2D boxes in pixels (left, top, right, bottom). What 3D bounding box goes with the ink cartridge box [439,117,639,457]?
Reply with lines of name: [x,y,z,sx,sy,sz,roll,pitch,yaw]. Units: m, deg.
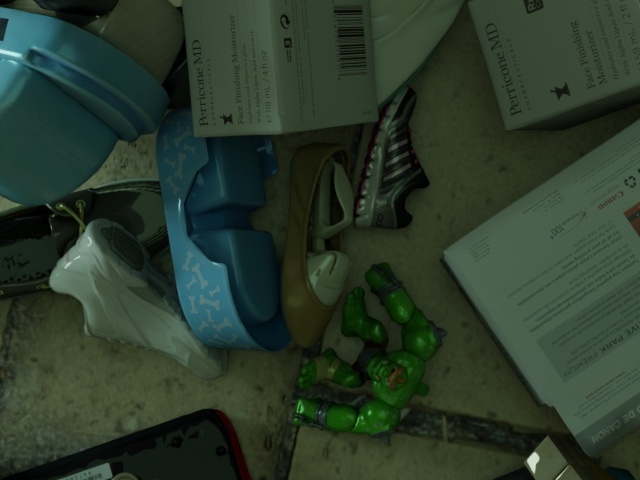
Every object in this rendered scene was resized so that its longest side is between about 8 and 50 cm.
ink cartridge box: [0.330,0.042,1.707,0.309,0.130,0.272,-33,84,-1]

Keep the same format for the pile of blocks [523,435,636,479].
pile of blocks: [0.351,0.350,1.681,0.362,0.149,0.112,39,110,2]

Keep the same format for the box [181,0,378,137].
box: [-0.041,-0.203,1.652,0.119,0.182,0.181,-1,97,36]

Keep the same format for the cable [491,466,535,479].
cable: [0.211,0.332,1.730,0.184,0.047,0.150,-22,88,-4]

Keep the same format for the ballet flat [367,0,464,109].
ballet flat: [0.112,-0.309,1.743,0.139,0.139,0.400,43,87,6]

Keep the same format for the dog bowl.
dog bowl: [-0.104,-0.019,1.721,0.074,0.166,0.297,-13,83,23]

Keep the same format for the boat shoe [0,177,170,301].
boat shoe: [-0.290,0.002,1.758,0.305,0.091,0.109,-17,84,1]

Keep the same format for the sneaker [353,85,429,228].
sneaker: [0.089,-0.088,1.768,0.075,0.063,0.170,16,82,-5]

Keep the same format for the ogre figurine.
ogre figurine: [0.060,0.132,1.733,0.118,0.097,0.197,27,70,23]

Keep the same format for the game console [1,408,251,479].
game console: [-0.234,0.402,1.739,0.387,0.060,0.342,-19,78,0]

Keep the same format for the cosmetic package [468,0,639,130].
cosmetic package: [0.285,-0.214,1.690,0.184,0.151,0.151,-19,84,31]

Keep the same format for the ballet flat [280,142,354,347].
ballet flat: [0.000,0.000,1.735,0.073,0.080,0.232,-11,73,38]

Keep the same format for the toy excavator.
toy excavator: [-0.381,-0.116,1.678,0.433,0.222,0.445,15,72,39]

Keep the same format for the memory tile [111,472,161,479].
memory tile: [-0.188,0.332,1.714,0.113,0.012,0.148,10,80,6]

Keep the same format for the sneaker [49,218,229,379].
sneaker: [-0.200,0.080,1.737,0.115,0.090,0.232,-37,111,23]
